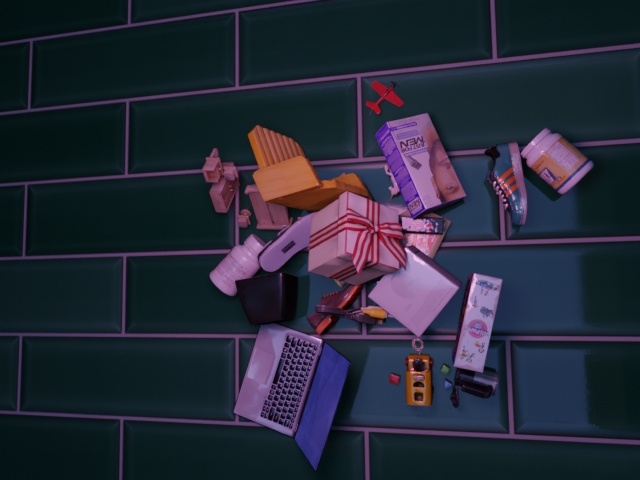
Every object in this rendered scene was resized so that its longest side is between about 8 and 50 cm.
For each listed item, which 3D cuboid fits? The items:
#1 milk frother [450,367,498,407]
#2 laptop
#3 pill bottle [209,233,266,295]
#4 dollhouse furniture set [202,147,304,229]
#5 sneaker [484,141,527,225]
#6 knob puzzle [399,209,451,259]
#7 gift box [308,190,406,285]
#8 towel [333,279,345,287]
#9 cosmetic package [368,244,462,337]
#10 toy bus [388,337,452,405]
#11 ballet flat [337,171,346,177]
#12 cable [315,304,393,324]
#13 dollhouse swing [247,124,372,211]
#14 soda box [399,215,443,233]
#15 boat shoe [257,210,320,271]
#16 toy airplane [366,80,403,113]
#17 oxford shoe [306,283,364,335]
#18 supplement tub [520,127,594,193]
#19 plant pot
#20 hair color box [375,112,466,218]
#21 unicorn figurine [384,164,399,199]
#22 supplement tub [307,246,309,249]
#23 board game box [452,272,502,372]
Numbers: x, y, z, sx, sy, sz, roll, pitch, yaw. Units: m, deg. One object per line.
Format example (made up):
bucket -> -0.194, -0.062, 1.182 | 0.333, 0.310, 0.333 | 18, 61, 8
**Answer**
milk frother -> 0.525, 0.509, 1.817 | 0.135, 0.129, 0.143 | 14, 132, 15
laptop -> -0.117, 0.528, 1.887 | 0.409, 0.236, 0.381 | 17, 89, 14
pill bottle -> -0.302, 0.090, 2.023 | 0.131, 0.131, 0.229 | 45, 96, 13
dollhouse furniture set -> -0.217, -0.206, 1.986 | 0.356, 0.303, 0.173 | 3, 48, 12
sneaker -> 0.641, -0.191, 1.840 | 0.121, 0.108, 0.301 | -7, 75, 14
knob puzzle -> 0.348, -0.031, 1.930 | 0.214, 0.030, 0.212 | -1, 86, 13
gift box -> 0.128, 0.017, 1.783 | 0.258, 0.255, 0.276 | -32, 53, 50
towel -> 0.130, 0.064, 1.981 | 0.237, 0.021, 0.102 | -42, 81, 7
cosmetic package -> 0.332, 0.172, 1.846 | 0.225, 0.138, 0.224 | 40, 105, 15
toy bus -> 0.344, 0.477, 1.849 | 0.202, 0.104, 0.191 | 44, 96, 13
ballet flat -> 0.134, -0.197, 1.984 | 0.168, 0.057, 0.052 | 40, 85, 13
cable -> 0.109, 0.246, 1.872 | 0.288, 0.139, 0.072 | 15, 81, -18
dollhouse swing -> -0.038, -0.275, 1.853 | 0.315, 0.347, 0.304 | -13, 77, 34
soda box -> 0.352, -0.055, 1.887 | 0.169, 0.053, 0.059 | 4, 87, 14
boat shoe -> -0.101, -0.007, 1.947 | 0.306, 0.105, 0.113 | -43, 117, 0
toy airplane -> 0.233, -0.539, 2.002 | 0.151, 0.028, 0.151 | -2, 83, 15
oxford shoe -> 0.054, 0.220, 1.948 | 0.098, 0.097, 0.271 | 44, 95, 20
supplement tub -> 0.793, -0.269, 1.785 | 0.144, 0.144, 0.199 | -45, 77, 6
plant pot -> -0.187, 0.220, 1.947 | 0.188, 0.188, 0.166 | -11, 78, 12
hair color box -> 0.351, -0.267, 1.870 | 0.185, 0.110, 0.338 | -18, 81, -24
unicorn figurine -> 0.285, -0.241, 1.947 | 0.162, 0.060, 0.111 | -37, 78, 8
supplement tub -> 0.000, 0.000, 1.990 | 0.107, 0.071, 0.071 | -43, 77, 7
board game box -> 0.516, 0.266, 1.764 | 0.098, 0.224, 0.303 | 11, 87, 13
